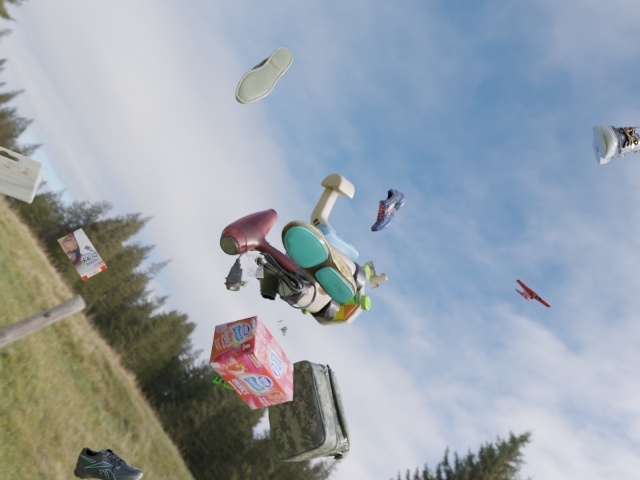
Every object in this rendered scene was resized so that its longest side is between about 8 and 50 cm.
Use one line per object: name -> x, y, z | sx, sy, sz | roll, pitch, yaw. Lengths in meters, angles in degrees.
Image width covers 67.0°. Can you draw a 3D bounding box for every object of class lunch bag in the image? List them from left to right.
lunch bag -> -0.024, 0.565, 1.609 | 0.256, 0.213, 0.304 | 38, 31, -51

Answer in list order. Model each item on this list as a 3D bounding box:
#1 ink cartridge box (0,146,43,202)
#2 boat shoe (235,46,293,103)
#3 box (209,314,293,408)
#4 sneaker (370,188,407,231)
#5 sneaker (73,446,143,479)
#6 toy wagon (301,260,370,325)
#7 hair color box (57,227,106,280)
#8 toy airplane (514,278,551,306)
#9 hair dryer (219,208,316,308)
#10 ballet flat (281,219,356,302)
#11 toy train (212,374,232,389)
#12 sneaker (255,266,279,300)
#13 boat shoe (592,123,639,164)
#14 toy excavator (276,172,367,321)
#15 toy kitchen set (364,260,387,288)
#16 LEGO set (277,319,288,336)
ink cartridge box -> -0.671, -0.160, 1.023 | 0.179, 0.146, 0.045 | -37, -140, 44
boat shoe -> -0.166, -0.462, 1.386 | 0.081, 0.227, 0.069 | 46, -23, -16
box -> -0.177, 0.331, 1.298 | 0.122, 0.128, 0.256 | -93, 163, -48
sneaker -> 0.271, -0.127, 2.037 | 0.087, 0.221, 0.083 | 40, -20, -14
sneaker -> -0.816, 0.869, 1.865 | 0.101, 0.268, 0.106 | 81, 17, -79
toy wagon -> 0.055, 0.150, 1.848 | 0.068, 0.268, 0.344 | 39, 48, -58
hair color box -> -0.875, 0.051, 1.776 | 0.167, 0.093, 0.053 | 53, -25, 7
toy airplane -> 0.735, 0.190, 1.706 | 0.151, 0.028, 0.151 | 40, 1, -1
hair dryer -> -0.131, 0.032, 1.144 | 0.080, 0.224, 0.293 | -47, -143, 36
ballet flat -> -0.004, 0.043, 1.391 | 0.123, 0.123, 0.348 | 26, -20, 51
toy train -> -0.278, 0.421, 1.422 | 0.083, 0.023, 0.017 | 25, 15, -7
sneaker -> -0.213, 0.166, 1.856 | 0.083, 0.118, 0.222 | 30, -19, -21
boat shoe -> 0.569, -0.193, 0.916 | 0.083, 0.183, 0.065 | -18, -98, 26
toy excavator -> 0.000, 0.000, 1.773 | 0.222, 0.433, 0.445 | 33, 16, -36
toy kitchen set -> 0.220, 0.131, 1.904 | 0.075, 0.068, 0.083 | -99, 174, -64
LEGO set -> -0.180, 0.421, 2.333 | 0.083, 0.054, 0.023 | 54, -43, 5
